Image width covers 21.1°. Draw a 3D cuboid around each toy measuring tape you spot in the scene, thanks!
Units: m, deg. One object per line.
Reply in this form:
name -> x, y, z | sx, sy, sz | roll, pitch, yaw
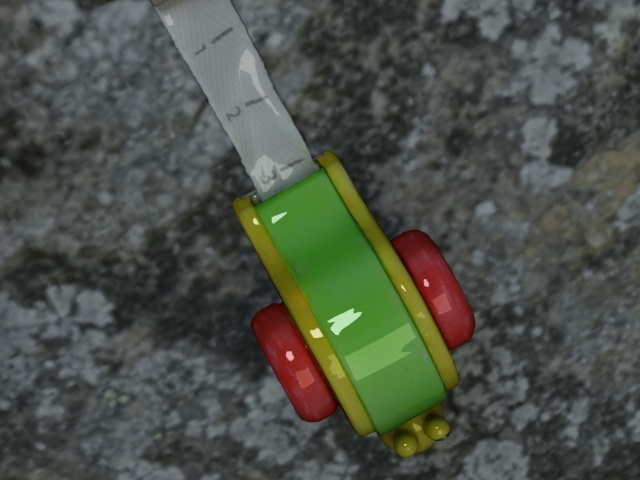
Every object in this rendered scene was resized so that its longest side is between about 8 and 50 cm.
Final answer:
toy measuring tape -> 0.000, 0.000, 0.892 | 0.121, 0.121, 0.330 | -29, 123, -3
